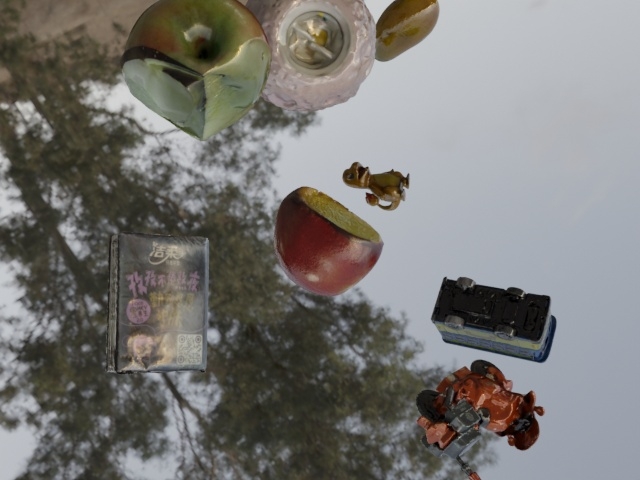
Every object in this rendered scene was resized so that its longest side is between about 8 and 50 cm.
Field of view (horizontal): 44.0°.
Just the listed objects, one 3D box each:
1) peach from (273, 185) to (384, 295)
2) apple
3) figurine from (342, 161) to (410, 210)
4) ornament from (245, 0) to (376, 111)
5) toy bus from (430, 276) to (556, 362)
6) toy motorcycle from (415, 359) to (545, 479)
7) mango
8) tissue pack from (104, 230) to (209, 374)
[{"bbox_3d":[0.000,0.000,1.964,0.245,0.275,0.248,-51,-172,-11],"label":"peach"},{"bbox_3d":[-0.175,-0.251,1.124,0.207,0.173,0.188,-14,169,-8],"label":"apple"},{"bbox_3d":[0.139,-0.137,2.065,0.176,0.122,0.121,22,-132,4],"label":"figurine"},{"bbox_3d":[-0.026,-0.362,1.445,0.259,0.259,0.225,-29,-165,-5],"label":"ornament"},{"bbox_3d":[0.448,0.203,2.043,0.288,0.175,0.138,10,-114,27],"label":"toy bus"},{"bbox_3d":[0.343,0.371,1.683,0.326,0.147,0.221,-16,-126,-46],"label":"toy motorcycle"},{"bbox_3d":[0.205,-0.535,1.994,0.227,0.136,0.099,-42,-130,38],"label":"mango"},{"bbox_3d":[-0.412,0.161,2.031,0.259,0.361,0.122,4,171,-35],"label":"tissue pack"}]
